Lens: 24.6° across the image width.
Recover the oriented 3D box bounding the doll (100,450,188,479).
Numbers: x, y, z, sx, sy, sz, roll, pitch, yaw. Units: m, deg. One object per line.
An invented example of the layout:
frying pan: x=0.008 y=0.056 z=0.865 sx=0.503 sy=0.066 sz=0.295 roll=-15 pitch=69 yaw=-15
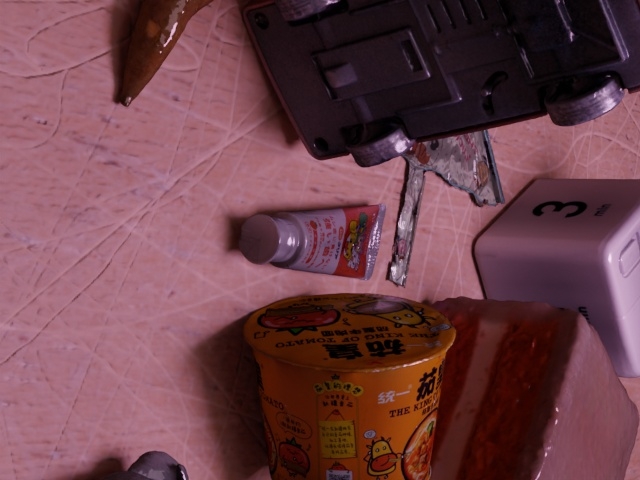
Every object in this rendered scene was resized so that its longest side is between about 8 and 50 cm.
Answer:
doll: x=-0.190 y=0.320 z=1.232 sx=0.340 sy=0.158 sz=0.246 roll=-21 pitch=92 yaw=-56

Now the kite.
kite: x=0.119 y=-0.126 z=1.735 sx=0.406 sy=0.014 sz=0.368 roll=23 pitch=75 yaw=-50

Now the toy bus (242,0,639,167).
toy bus: x=0.151 y=-0.223 z=1.436 sx=0.233 sy=0.427 sz=0.203 roll=-46 pitch=117 yaw=-44

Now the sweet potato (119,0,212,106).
sweet potato: x=-0.118 y=-0.249 z=1.397 sx=0.059 sy=0.067 sz=0.281 roll=38 pitch=62 yaw=-3

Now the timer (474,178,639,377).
timer: x=0.339 y=0.043 z=1.873 sx=0.192 sy=0.195 sz=0.194 roll=-42 pitch=122 yaw=-42

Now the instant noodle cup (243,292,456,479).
instant noodle cup: x=0.029 y=0.164 z=1.500 sx=0.216 sy=0.216 sz=0.172 roll=-21 pitch=117 yaw=-49

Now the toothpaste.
toothpaste: x=0.000 y=0.000 z=1.568 sx=0.234 sy=0.057 sz=0.089 roll=1 pitch=103 yaw=-58

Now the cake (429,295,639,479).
cake: x=0.210 y=0.240 z=1.697 sx=0.230 sy=0.237 sz=0.309 roll=51 pitch=52 yaw=-43
